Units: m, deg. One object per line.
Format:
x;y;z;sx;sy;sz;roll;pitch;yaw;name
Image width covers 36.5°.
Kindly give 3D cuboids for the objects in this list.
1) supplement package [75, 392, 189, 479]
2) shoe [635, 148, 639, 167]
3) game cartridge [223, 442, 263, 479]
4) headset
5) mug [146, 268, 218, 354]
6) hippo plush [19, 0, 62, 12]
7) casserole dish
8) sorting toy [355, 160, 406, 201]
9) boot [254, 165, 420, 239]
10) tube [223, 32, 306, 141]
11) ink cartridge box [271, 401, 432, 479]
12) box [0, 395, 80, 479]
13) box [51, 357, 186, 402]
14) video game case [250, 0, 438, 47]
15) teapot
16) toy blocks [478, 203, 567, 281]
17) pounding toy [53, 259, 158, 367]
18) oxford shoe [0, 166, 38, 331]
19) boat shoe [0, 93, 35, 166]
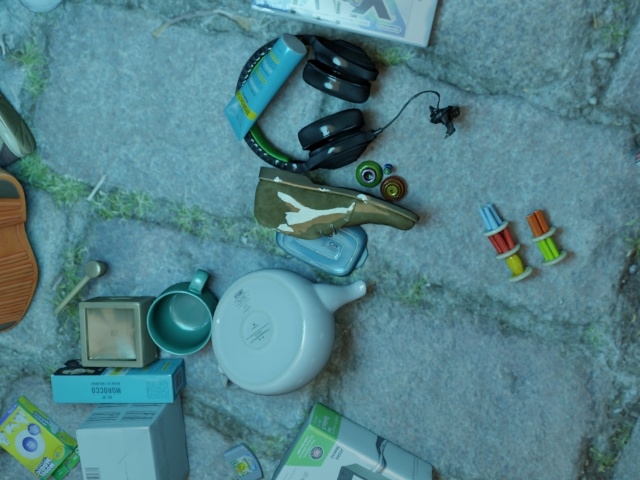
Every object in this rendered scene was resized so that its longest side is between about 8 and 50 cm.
-0.363;0.414;1.904;0.149;0.203;0.194;-3;103;8;supplement package
0.599;-0.215;1.701;0.081;0.063;0.178;41;100;-3;shoe
-0.155;0.458;1.986;0.056;0.017;0.083;-29;99;9;game cartridge
0.044;-0.242;1.747;0.394;0.185;0.243;8;101;21;headset
-0.249;0.139;1.875;0.158;0.097;0.129;-32;98;13;mug
-0.560;-0.486;1.735;0.237;0.234;0.294;2;62;-11;hippo plush
0.000;0.000;1.841;0.188;0.037;0.114;26;106;-1;casserole dish
0.113;-0.112;1.795;0.102;0.042;0.061;28;106;0;sorting toy
0.026;-0.046;1.774;0.305;0.112;0.115;13;88;7;boot
-0.102;-0.271;1.702;0.207;0.052;0.080;-48;50;33;tube
0.058;0.480;1.912;0.273;0.115;0.198;29;106;-1;ink cartridge box
-0.589;0.421;2.018;0.179;0.043;0.105;41;106;-5;box
-0.399;0.278;1.928;0.244;0.100;0.060;-1;102;7;box
0.062;-0.520;1.704;0.329;0.036;0.300;13;105;4;video game case
-0.070;0.177;1.826;0.256;0.187;0.252;8;86;32;teapot
0.367;-0.013;1.782;0.123;0.054;0.148;-27;99;13;toy blocks
-0.421;0.138;1.905;0.181;0.094;0.206;-1;95;12;pounding toy
-0.637;0.011;1.899;0.130;0.133;0.363;-10;122;-34;oxford shoe
-0.656;-0.265;1.826;0.092;0.103;0.285;-32;104;9;boat shoe
